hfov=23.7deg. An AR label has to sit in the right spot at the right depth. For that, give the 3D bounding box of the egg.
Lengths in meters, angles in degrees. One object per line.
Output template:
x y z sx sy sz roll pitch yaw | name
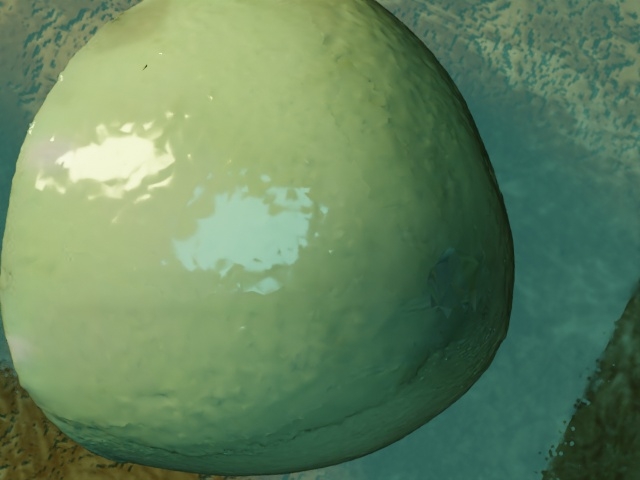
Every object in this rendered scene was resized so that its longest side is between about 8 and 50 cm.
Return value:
0.000 0.000 0.886 0.201 0.337 0.337 13 98 41 | egg
